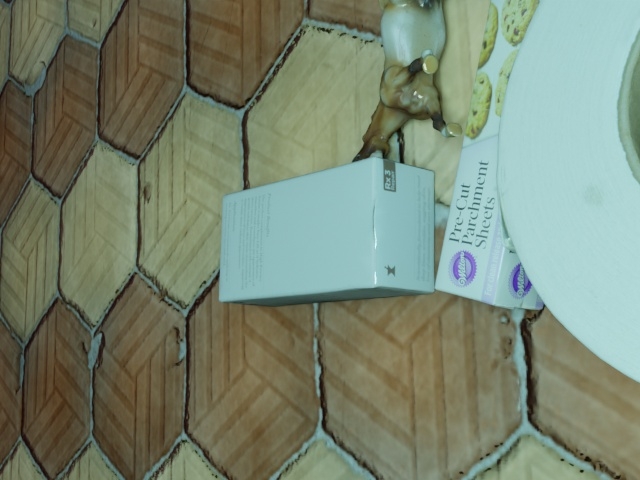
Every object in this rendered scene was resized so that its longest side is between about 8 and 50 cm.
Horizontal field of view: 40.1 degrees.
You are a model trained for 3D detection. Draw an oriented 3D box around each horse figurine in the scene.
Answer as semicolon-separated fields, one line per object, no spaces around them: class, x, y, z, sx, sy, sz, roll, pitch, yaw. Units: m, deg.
horse figurine;0.083;-0.187;0.761;0.174;0.066;0.263;-156;69;-78

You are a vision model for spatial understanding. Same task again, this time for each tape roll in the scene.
tape roll;0.274;-0.086;0.485;0.392;0.072;0.391;-25;55;42

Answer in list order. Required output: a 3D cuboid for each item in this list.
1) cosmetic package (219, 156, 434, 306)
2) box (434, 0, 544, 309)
cosmetic package;0.000;0.000;0.838;0.231;0.086;0.117;-7;78;47
box;0.161;-0.110;0.680;0.067;0.063;0.323;16;96;51
